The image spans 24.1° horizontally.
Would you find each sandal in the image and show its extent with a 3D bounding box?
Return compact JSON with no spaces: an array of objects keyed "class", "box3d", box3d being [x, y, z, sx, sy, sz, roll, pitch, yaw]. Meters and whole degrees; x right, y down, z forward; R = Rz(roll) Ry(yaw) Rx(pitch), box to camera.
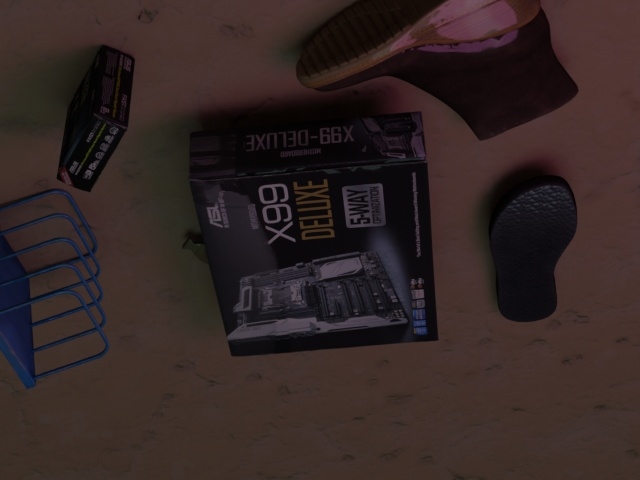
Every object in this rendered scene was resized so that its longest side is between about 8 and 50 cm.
[{"class":"sandal","box3d":[0.239,0.004,1.748,0.097,0.054,0.254,0,144,-1]}]

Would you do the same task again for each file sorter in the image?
[{"class":"file sorter","box3d":[-0.295,0.046,1.605,0.104,0.170,0.118,-19,134,3]}]

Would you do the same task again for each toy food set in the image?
[{"class":"toy food set","box3d":[-0.089,0.008,1.706,0.122,0.019,0.078,32,121,-33]}]

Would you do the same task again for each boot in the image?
[{"class":"boot","box3d":[0.123,-0.164,1.528,0.248,0.090,0.207,-25,133,13]}]

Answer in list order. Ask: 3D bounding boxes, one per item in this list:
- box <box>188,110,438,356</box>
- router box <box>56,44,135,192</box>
[{"class":"box","box3d":[0.000,0.000,1.622,0.242,0.076,0.307,-5,140,2]},{"class":"router box","box3d":[-0.222,-0.121,1.486,0.038,0.122,0.092,22,126,-21]}]
